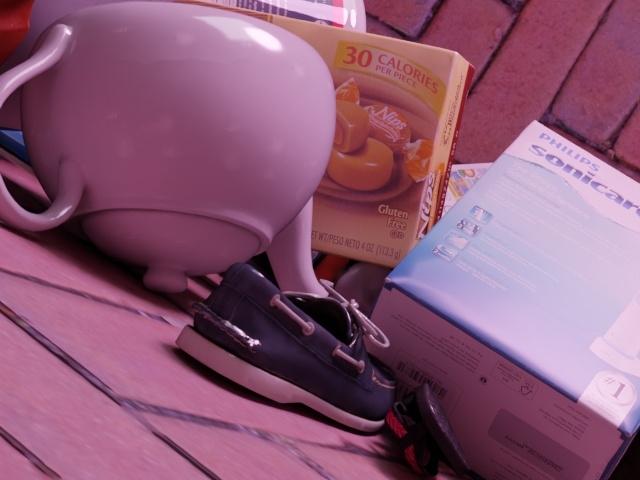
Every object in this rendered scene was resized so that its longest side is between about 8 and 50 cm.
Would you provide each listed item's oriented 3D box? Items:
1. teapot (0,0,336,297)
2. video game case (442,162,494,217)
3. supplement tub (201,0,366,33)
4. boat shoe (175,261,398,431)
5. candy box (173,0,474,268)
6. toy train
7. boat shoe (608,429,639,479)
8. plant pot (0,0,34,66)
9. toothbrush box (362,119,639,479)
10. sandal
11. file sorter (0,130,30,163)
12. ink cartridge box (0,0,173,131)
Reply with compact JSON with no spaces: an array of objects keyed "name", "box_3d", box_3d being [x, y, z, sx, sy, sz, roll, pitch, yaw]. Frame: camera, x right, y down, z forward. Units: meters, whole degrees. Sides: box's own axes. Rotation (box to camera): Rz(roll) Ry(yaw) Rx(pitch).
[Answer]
[{"name":"teapot","box_3d":[-0.112,-0.055,1.413,0.256,0.187,0.252,6,-15,0]},{"name":"video game case","box_3d":[0.161,0.017,1.678,0.206,0.026,0.227,-4,47,-29]},{"name":"supplement tub","box_3d":[-0.108,-0.204,1.926,0.272,0.191,0.191,9,13,-20]},{"name":"boat shoe","box_3d":[-0.007,0.070,1.323,0.095,0.079,0.254,33,4,35]},{"name":"candy box","box_3d":[-0.047,-0.094,1.601,0.316,0.183,0.087,13,-2,16]},{"name":"toy train","box_3d":[0.000,0.000,1.815,0.190,0.142,0.334,40,4,-10]},{"name":"boat shoe","box_3d":[0.232,0.163,1.612,0.341,0.122,0.110,37,7,40]},{"name":"plant pot","box_3d":[-0.351,-0.236,1.372,0.265,0.272,0.272,43,9,26]},{"name":"toothbrush box","box_3d":[0.183,0.060,1.521,0.216,0.126,0.295,32,40,10]},{"name":"sandal","box_3d":[0.069,0.138,1.341,0.179,0.040,0.067,115,-49,-85]},{"name":"file sorter","box_3d":[-0.251,-0.134,1.737,0.118,0.104,0.170,33,4,7]},{"name":"ink cartridge box","box_3d":[-0.273,-0.322,1.566,0.151,0.270,0.395,6,50,-49]}]
